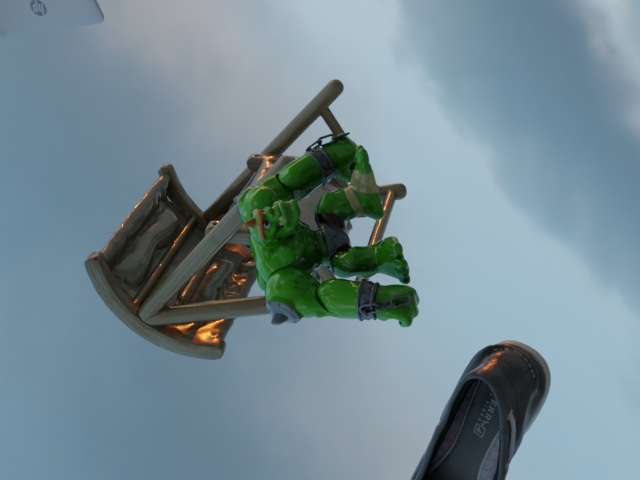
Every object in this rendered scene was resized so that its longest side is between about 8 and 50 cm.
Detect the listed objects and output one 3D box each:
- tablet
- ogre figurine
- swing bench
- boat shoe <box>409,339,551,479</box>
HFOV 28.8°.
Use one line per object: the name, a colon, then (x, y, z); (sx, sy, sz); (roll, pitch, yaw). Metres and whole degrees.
tablet: (-0.177, -0.152, 0.769); (0.006, 0.083, 0.054); (-60, -43, -44)
ogre figurine: (0.000, 0.000, 1.014); (0.097, 0.118, 0.197); (80, 172, -70)
swing bench: (-0.071, -0.013, 1.301); (0.165, 0.255, 0.253); (58, -156, -17)
boat shoe: (0.139, 0.255, 1.293); (0.112, 0.335, 0.095); (29, -154, 27)
